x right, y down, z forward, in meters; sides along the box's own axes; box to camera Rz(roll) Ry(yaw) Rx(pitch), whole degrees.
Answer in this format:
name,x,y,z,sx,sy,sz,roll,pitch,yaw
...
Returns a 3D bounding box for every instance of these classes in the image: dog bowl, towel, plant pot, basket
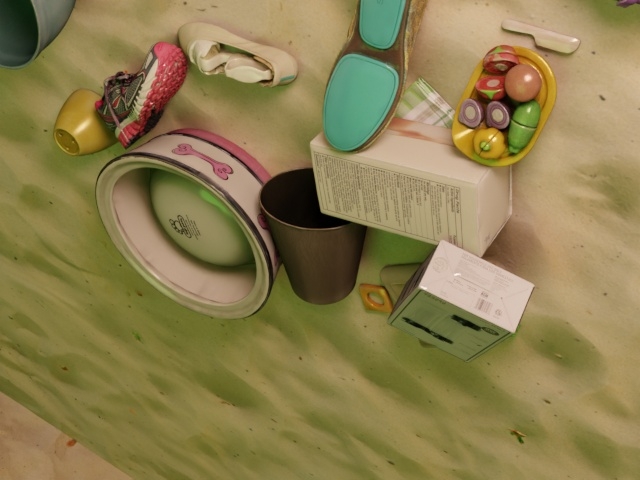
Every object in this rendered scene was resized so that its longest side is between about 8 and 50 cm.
name,x,y,z,sx,sy,sz,roll,pitch,yaw
dog bowl,-0.235,-0.042,1.948,0.408,0.150,0.408,21,140,20
towel,0.179,-0.179,1.590,0.152,0.023,0.113,43,141,-6
plant pot,-0.533,-0.473,1.708,0.293,0.196,0.293,23,140,21
basket,0.000,0.000,1.811,0.204,0.154,0.227,7,139,13
plant pot,-0.485,-0.225,2.002,0.134,0.095,0.134,22,139,20

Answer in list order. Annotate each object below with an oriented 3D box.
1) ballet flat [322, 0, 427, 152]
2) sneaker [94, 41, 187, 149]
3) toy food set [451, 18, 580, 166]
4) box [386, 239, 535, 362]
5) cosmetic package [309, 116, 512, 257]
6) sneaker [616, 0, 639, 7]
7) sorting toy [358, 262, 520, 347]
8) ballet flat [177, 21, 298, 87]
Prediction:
name,x,y,z,sx,sy,sz,roll,pitch,yaw
ballet flat,0.091,-0.289,1.454,0.123,0.123,0.348,26,129,15
sneaker,-0.343,-0.275,1.820,0.112,0.121,0.299,46,144,-4
toy food set,0.260,-0.204,1.391,0.128,0.071,0.218,29,111,17
box,0.222,0.108,1.632,0.169,0.087,0.290,26,162,3
cosmetic package,0.146,-0.099,1.579,0.296,0.129,0.153,18,136,28
sneaker,0.402,-0.320,1.212,0.236,0.104,0.095,32,140,6
sorting toy,0.214,0.131,1.851,0.348,0.047,0.196,-6,124,42
ballet flat,-0.157,-0.309,1.674,0.248,0.086,0.086,18,137,24
